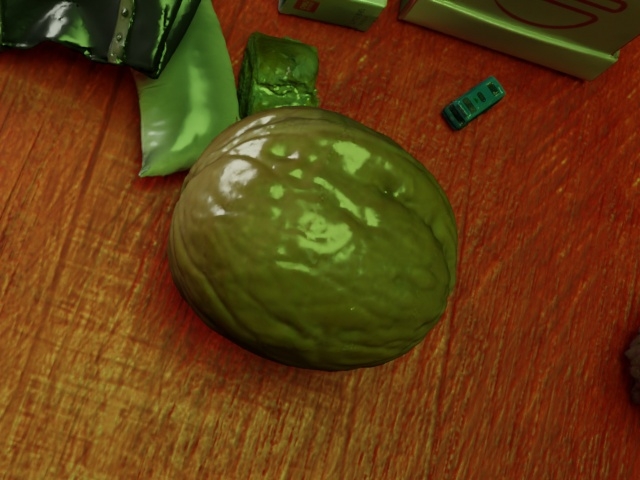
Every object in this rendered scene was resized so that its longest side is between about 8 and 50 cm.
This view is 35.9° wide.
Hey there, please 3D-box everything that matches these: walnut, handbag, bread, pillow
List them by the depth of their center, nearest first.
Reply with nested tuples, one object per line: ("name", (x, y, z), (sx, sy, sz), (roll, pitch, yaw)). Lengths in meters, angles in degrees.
("walnut", (0.000, 0.000, 1.105), (0.333, 0.333, 0.332), (4, 75, -17))
("handbag", (-0.280, -0.339, 1.149), (0.343, 0.152, 0.287), (7, 82, 10))
("pillow", (-0.178, -0.203, 1.205), (0.144, 0.078, 0.253), (-12, 79, -13))
("bread", (-0.049, -0.206, 1.233), (0.103, 0.110, 0.156), (4, 75, -11))

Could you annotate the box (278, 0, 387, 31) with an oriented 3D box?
("box", (0.025, -0.425, 1.324), (0.135, 0.079, 0.269), (8, 74, -16))

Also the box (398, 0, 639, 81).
("box", (0.314, -0.440, 1.300), (0.312, 0.300, 0.314), (16, 72, -13))

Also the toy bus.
("toy bus", (0.208, -0.187, 1.341), (0.083, 0.046, 0.038), (-35, 89, -23))

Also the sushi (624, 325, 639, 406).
("sushi", (0.535, 0.188, 1.286), (0.270, 0.171, 0.236), (21, 71, -9))
